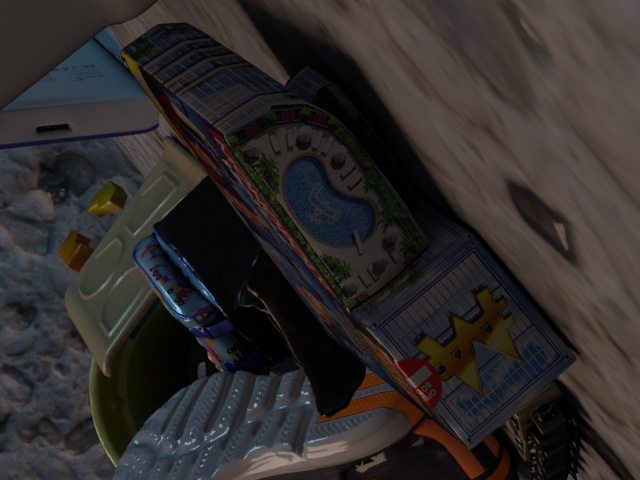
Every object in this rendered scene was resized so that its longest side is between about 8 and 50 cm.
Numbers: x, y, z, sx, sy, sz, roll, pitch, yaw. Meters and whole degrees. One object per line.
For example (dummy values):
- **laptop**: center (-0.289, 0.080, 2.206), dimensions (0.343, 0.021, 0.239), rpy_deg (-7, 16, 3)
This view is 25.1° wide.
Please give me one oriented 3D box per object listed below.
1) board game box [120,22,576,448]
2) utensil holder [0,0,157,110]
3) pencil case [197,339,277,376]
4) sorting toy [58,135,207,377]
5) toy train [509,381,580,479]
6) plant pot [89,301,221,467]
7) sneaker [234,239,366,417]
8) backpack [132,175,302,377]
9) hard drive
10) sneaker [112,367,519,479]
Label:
- **board game box**: center (0.016, -0.003, 0.613), dimensions (0.194, 0.060, 0.194), rpy_deg (54, 172, -31)
- **utensil holder**: center (-0.329, -0.145, 0.744), dimensions (0.327, 0.385, 0.327), rpy_deg (51, 174, 7)
- **pencil case**: center (0.015, 0.154, 1.299), dimensions (0.284, 0.124, 0.124), rpy_deg (51, 174, -16)
- **sorting toy**: center (-0.199, 0.001, 1.545), dimensions (0.041, 0.229, 0.307), rpy_deg (31, -176, -26)
- **toy train**: center (0.108, 0.094, 0.700), dimensions (0.036, 0.027, 0.158), rpy_deg (60, 178, 21)
- **plant pot**: center (-0.094, 0.156, 1.638), dimensions (0.276, 0.276, 0.254), rpy_deg (50, -174, 5)
- **sneaker**: center (-0.019, 0.005, 0.780), dimensions (0.170, 0.089, 0.051), rpy_deg (49, 174, 10)
- **backpack**: center (-0.044, 0.049, 1.129), dimensions (0.158, 0.117, 0.173), rpy_deg (46, 175, 47)
- **hard drive**: center (-0.320, -0.174, 1.461), dimensions (0.318, 0.210, 0.040), rpy_deg (43, 135, 52)
- **sneaker**: center (-0.001, 0.181, 1.022), dimensions (0.321, 0.125, 0.180), rpy_deg (-16, 127, 43)
